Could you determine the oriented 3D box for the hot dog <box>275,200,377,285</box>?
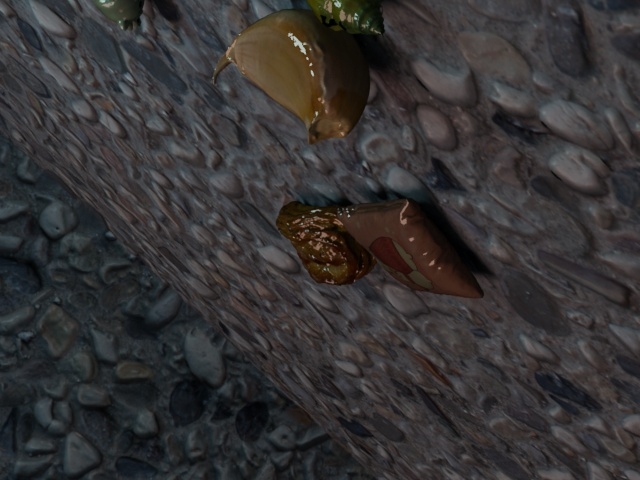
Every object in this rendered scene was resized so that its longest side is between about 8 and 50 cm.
[{"bbox_3d":[-0.001,0.002,2.048,0.175,0.114,0.259,50,159,-23],"label":"hot dog"}]

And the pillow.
[{"bbox_3d":[0.154,0.013,1.813,0.236,0.084,0.223,46,161,-25],"label":"pillow"}]

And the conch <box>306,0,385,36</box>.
[{"bbox_3d":[0.021,-0.322,1.346,0.201,0.079,0.095,45,145,15],"label":"conch"}]

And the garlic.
[{"bbox_3d":[-0.031,-0.242,1.481,0.245,0.164,0.145,35,178,35],"label":"garlic"}]

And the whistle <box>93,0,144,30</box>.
[{"bbox_3d":[-0.361,-0.451,1.760,0.092,0.110,0.244,-8,137,23],"label":"whistle"}]
